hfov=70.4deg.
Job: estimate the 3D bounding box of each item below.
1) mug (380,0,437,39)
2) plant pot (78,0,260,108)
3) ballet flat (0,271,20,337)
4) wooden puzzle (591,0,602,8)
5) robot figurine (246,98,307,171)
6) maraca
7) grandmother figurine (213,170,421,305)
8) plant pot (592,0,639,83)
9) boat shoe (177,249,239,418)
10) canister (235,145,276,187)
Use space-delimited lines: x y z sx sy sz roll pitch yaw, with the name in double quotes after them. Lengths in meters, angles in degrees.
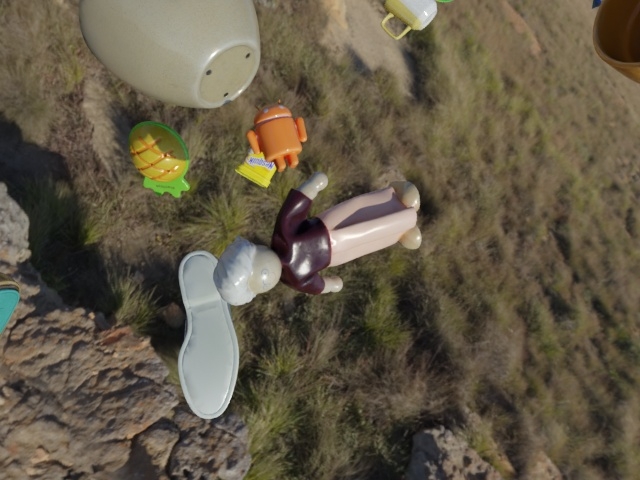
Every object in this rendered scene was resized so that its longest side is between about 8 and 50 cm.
0.137 -0.348 0.686 0.064 0.078 0.062 47 55 3 "mug"
-0.211 -0.333 0.754 0.191 0.284 0.284 48 40 11 "plant pot"
-0.452 0.137 0.565 0.073 0.232 0.080 29 0 16 "ballet flat"
0.462 -0.451 0.769 0.116 0.014 0.078 56 8 -21 "wooden puzzle"
-0.137 -0.331 1.430 0.128 0.158 0.220 -20 93 -63 "robot figurine"
-0.344 -0.171 0.980 0.127 0.186 0.099 7 41 4 "maraca"
0.000 0.000 0.688 0.342 0.104 0.208 -22 110 -25 "grandmother figurine"
0.485 -0.261 0.548 0.187 0.205 0.205 22 50 -23 "plant pot"
-0.218 0.183 0.908 0.116 0.099 0.320 -9 76 -1 "boat shoe"
-0.200 -0.287 1.574 0.126 0.073 0.170 29 86 -10 "canister"
